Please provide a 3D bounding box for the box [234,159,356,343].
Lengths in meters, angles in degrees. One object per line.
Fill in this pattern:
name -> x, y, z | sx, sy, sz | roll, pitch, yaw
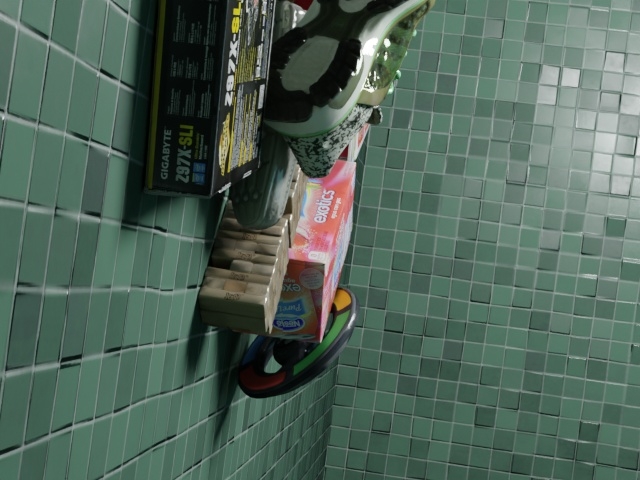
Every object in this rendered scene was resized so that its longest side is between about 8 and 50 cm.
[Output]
box -> -0.038, 0.005, 1.823 | 0.300, 0.142, 0.154 | -73, 168, -55

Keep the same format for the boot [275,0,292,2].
boot -> -0.018, -0.387, 1.699 | 0.305, 0.115, 0.112 | -66, 160, -72

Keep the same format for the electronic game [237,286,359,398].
electronic game -> -0.035, 0.156, 1.830 | 0.048, 0.229, 0.229 | 51, 28, -21

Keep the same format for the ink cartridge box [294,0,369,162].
ink cartridge box -> 0.021, -0.308, 2.041 | 0.272, 0.130, 0.309 | -69, 165, -58

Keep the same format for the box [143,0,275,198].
box -> -0.108, -0.220, 1.264 | 0.257, 0.079, 0.322 | -47, 143, -76

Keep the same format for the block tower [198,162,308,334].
block tower -> -0.084, -0.022, 1.632 | 0.091, 0.097, 0.335 | 90, 12, -50

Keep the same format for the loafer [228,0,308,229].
loafer -> -0.049, -0.164, 1.587 | 0.111, 0.112, 0.319 | 20, 74, -40

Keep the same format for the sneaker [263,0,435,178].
sneaker -> 0.053, -0.244, 1.553 | 0.410, 0.158, 0.182 | -51, 149, -28
